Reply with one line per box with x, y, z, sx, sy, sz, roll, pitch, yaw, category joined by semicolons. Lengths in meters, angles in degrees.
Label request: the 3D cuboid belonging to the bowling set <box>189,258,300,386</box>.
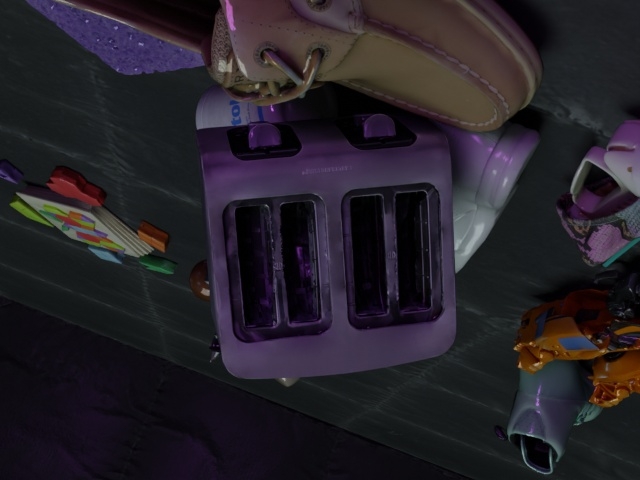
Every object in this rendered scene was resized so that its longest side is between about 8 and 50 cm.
-0.045;0.056;1.137;0.200;0.154;0.287;41;162;-1;bowling set

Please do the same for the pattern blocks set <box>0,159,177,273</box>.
-0.349;-0.027;1.371;0.285;0.026;0.325;8;159;35;pattern blocks set

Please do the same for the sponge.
-0.184;-0.195;0.679;0.117;0.031;0.210;4;156;44;sponge

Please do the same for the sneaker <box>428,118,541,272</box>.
0.106;-0.047;0.740;0.094;0.080;0.212;30;157;10;sneaker

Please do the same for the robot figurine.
0.327;0.104;0.886;0.211;0.085;0.291;25;162;-15;robot figurine

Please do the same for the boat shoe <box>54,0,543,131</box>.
-0.032;-0.133;0.557;0.341;0.110;0.121;23;162;-5;boat shoe

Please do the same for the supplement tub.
-0.043;-0.100;0.733;0.071;0.071;0.107;33;158;-33;supplement tub

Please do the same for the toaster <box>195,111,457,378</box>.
0.000;0.006;0.640;0.168;0.186;0.110;-5;-166;-7;toaster

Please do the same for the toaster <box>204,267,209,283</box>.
0.000;0.000;0.792;0.146;0.129;0.227;14;-163;4;toaster

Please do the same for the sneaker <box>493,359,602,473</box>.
0.294;0.228;1.181;0.094;0.151;0.256;8;159;31;sneaker

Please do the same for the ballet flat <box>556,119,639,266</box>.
0.219;-0.040;0.630;0.079;0.077;0.221;41;163;2;ballet flat
